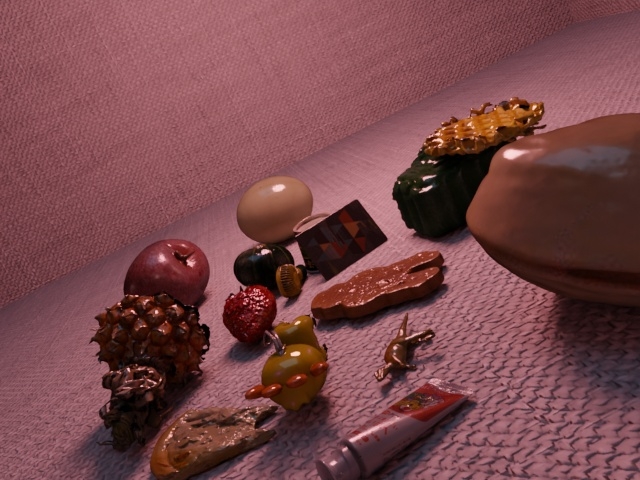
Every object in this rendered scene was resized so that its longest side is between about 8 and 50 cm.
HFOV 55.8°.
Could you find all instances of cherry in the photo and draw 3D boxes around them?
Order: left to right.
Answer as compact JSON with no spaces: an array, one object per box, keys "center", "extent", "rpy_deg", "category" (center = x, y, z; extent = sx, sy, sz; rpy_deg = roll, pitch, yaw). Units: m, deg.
[{"center":[-0.467,0.120,1.803],"extent":[0.307,0.221,0.261],"rpy_deg":[-32,3,29],"category":"cherry"}]

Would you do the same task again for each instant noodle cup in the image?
[{"center":[0.000,0.000,1.630],"extent":[0.151,0.122,0.151],"rpy_deg":[-25,18,9],"category":"instant noodle cup"}]

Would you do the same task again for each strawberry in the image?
[{"center":[-0.150,0.170,1.360],"extent":[0.131,0.131,0.148],"rpy_deg":[-31,47,-19],"category":"strawberry"}]

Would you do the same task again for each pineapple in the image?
[{"center":[-0.365,0.277,1.208],"extent":[0.262,0.263,0.272],"rpy_deg":[-22,29,13],"category":"pineapple"}]

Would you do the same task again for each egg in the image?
[{"center":[-0.151,-0.102,2.010],"extent":[0.269,0.219,0.219],"rpy_deg":[-17,18,14],"category":"egg"}]

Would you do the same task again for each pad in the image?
[{"center":[0.056,-0.006,1.555],"extent":[0.211,0.143,0.003],"rpy_deg":[-33,-10,-23],"category":"pad"}]

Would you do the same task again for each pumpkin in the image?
[{"center":[-0.149,0.071,1.624],"extent":[0.167,0.125,0.167],"rpy_deg":[-25,1,0],"category":"pumpkin"}]

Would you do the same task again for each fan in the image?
[{"center":[-0.066,0.092,1.540],"extent":[0.039,0.082,0.155],"rpy_deg":[-14,8,18],"category":"fan"}]

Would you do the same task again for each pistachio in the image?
[{"center":[0.439,-0.044,0.881],"extent":[0.445,0.282,0.365],"rpy_deg":[4,33,27],"category":"pistachio"}]

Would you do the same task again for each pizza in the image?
[{"center":[-0.184,0.334,1.026],"extent":[0.262,0.034,0.181],"rpy_deg":[-18,17,23],"category":"pizza"}]

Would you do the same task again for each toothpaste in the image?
[{"center":[0.101,0.257,0.821],"extent":[0.234,0.057,0.089],"rpy_deg":[-25,13,-28],"category":"toothpaste"}]

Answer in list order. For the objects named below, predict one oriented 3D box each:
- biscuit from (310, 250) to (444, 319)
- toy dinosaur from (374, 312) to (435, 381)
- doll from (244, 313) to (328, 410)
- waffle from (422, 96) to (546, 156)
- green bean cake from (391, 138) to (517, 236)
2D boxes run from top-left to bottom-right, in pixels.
[{"center":[0.120,0.103,1.274],"extent":[0.295,0.044,0.186],"rpy_deg":[-19,14,19],"category":"biscuit"},{"center":[0.128,0.180,1.031],"extent":[0.126,0.039,0.162],"rpy_deg":[-30,15,-8],"category":"toy dinosaur"},{"center":[-0.044,0.210,1.021],"extent":[0.142,0.136,0.221],"rpy_deg":[-20,5,11],"category":"doll"},{"center":[0.382,-0.268,1.429],"extent":[0.280,0.060,0.262],"rpy_deg":[-34,27,-27],"category":"waffle"},{"center":[0.326,-0.157,1.544],"extent":[0.307,0.169,0.300],"rpy_deg":[-30,18,-11],"category":"green bean cake"}]
